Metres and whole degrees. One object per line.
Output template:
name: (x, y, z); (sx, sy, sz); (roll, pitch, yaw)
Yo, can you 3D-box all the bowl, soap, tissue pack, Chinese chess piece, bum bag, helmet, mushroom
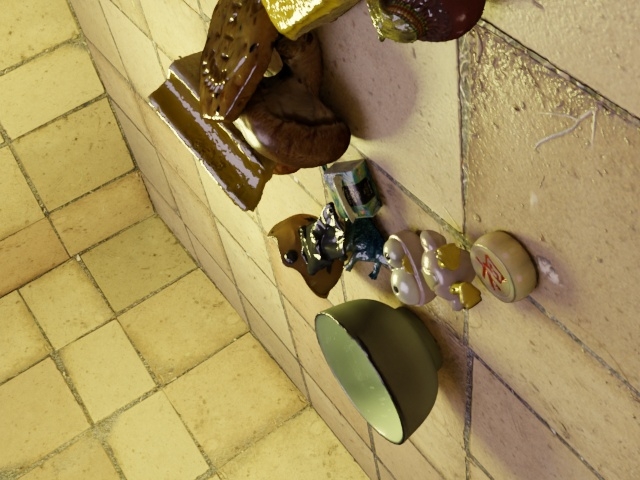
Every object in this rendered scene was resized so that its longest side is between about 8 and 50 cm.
bowl: (0.156, 0.272, 1.914); (0.354, 0.185, 0.354); (51, 161, 25)
soap: (-0.162, -0.257, 1.829); (0.338, 0.304, 0.169); (49, 128, 5)
tissue pack: (0.061, -0.098, 1.694); (0.085, 0.079, 0.111); (-3, 120, 38)
Chinese chess piece: (0.298, 0.044, 1.354); (0.122, 0.051, 0.122); (51, 162, 24)
bum bag: (0.000, 0.000, 1.830); (0.248, 0.060, 0.123); (129, 132, -71)
helmet: (-0.016, 0.020, 2.033); (0.224, 0.130, 0.198); (53, -165, 27)
mushroom: (-0.045, -0.252, 1.607); (0.254, 0.267, 0.267); (-33, 87, 41)

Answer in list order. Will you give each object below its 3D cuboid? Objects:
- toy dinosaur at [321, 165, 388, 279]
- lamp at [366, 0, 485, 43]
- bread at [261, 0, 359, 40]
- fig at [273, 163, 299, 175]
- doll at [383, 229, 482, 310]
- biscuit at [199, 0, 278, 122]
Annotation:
toy dinosaur: (0.093, -0.008, 1.811); (0.363, 0.076, 0.147); (53, 138, 19)
lamp: (0.129, -0.313, 1.050); (0.156, 0.135, 0.157); (39, 154, -11)
bread: (-0.037, -0.488, 1.238); (0.333, 0.143, 0.323); (63, 164, -13)
fig: (-0.103, -0.235, 1.847); (0.201, 0.146, 0.133); (80, -165, -66)
doll: (0.203, 0.054, 1.557); (0.160, 0.094, 0.365); (64, 165, -7)
biscuit: (-0.155, -0.389, 1.556); (0.359, 0.046, 0.359); (-35, 49, 52)
